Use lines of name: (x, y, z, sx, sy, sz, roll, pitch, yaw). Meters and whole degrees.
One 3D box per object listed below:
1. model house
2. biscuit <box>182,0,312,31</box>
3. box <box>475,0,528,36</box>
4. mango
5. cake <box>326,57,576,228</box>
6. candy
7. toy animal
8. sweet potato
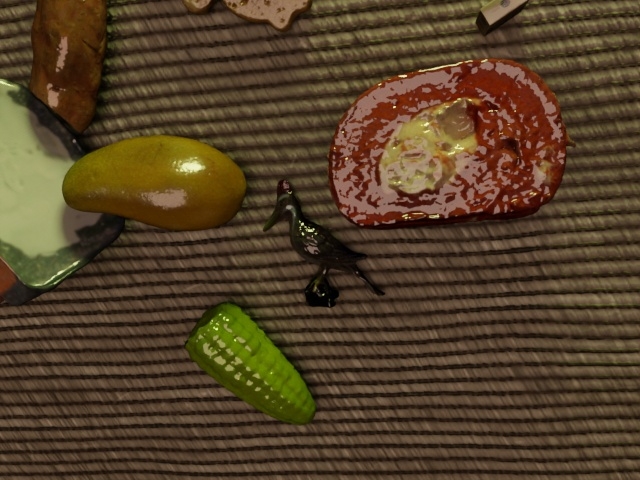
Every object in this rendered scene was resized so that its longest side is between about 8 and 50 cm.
model house: (-0.460, -0.027, 0.865, 0.300, 0.190, 0.271, -31, 103, 37)
biscuit: (-0.108, -0.354, 0.794, 0.225, 0.036, 0.166, 22, 105, 0)
box: (0.210, -0.266, 0.741, 0.053, 0.083, 0.024, -32, 91, 14)
mango: (-0.208, -0.074, 0.813, 0.227, 0.136, 0.099, 1, 142, -7)
cake: (0.145, -0.106, 0.756, 0.282, 0.151, 0.177, -6, 89, 9)
candy: (-0.088, 0.177, 0.875, 0.209, 0.097, 0.097, 43, 104, -5)
toy animal: (-0.005, 0.010, 0.851, 0.105, 0.070, 0.202, -32, 91, 2)
sweet potato: (-0.318, -0.264, 0.810, 0.097, 0.097, 0.252, 11, 105, 6)
